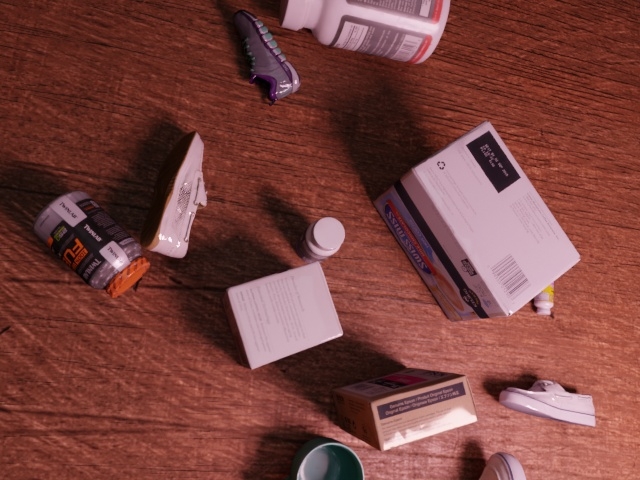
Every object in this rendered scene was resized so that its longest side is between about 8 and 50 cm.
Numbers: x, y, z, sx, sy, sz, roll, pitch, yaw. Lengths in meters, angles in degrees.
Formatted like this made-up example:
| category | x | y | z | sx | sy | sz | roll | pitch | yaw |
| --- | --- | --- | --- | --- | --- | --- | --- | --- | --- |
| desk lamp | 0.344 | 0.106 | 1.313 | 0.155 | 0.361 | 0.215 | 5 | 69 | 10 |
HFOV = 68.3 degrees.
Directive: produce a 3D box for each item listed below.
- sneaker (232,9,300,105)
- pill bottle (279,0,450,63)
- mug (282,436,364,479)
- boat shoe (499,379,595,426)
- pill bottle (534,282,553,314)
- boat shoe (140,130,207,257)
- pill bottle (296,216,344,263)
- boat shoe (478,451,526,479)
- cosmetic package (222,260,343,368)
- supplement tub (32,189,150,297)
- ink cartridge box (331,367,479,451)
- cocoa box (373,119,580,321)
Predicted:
| category | x | y | z | sx | sy | sz | roll | pitch | yaw |
| --- | --- | --- | --- | --- | --- | --- | --- | --- | --- |
| sneaker | -0.146 | -0.419 | 1.076 | 0.098 | 0.083 | 0.224 | -39 | 90 | -15 |
| pill bottle | 0.097 | -0.556 | 1.106 | 0.362 | 0.210 | 0.211 | 7 | 75 | -14 |
| mug | -0.005 | 0.443 | 0.901 | 0.157 | 0.097 | 0.130 | 19 | 73 | -10 |
| boat shoe | 0.516 | 0.361 | 1.078 | 0.257 | 0.095 | 0.084 | 20 | 68 | -21 |
| pill bottle | 0.547 | 0.138 | 1.155 | 0.043 | 0.043 | 0.084 | 12 | 75 | -13 |
| boat shoe | -0.279 | -0.092 | 0.962 | 0.096 | 0.098 | 0.277 | 31 | 58 | -38 |
| pill bottle | 0.000 | 0.000 | 0.986 | 0.078 | 0.137 | 0.078 | 4 | 76 | -15 |
| boat shoe | 0.300 | 0.606 | 0.941 | 0.156 | 0.136 | 0.368 | 15 | 83 | -9 |
| cosmetic package | -0.080 | 0.148 | 0.922 | 0.183 | 0.151 | 0.152 | -17 | 82 | -19 |
| supplement tub | -0.420 | 0.009 | 0.878 | 0.190 | 0.117 | 0.117 | 44 | 70 | -1 |
| ink cartridge box | 0.148 | 0.312 | 0.901 | 0.193 | 0.234 | 0.088 | -10 | 81 | -18 |
| cocoa box | 0.325 | -0.029 | 1.035 | 0.231 | 0.228 | 0.347 | -32 | 87 | -19 |
